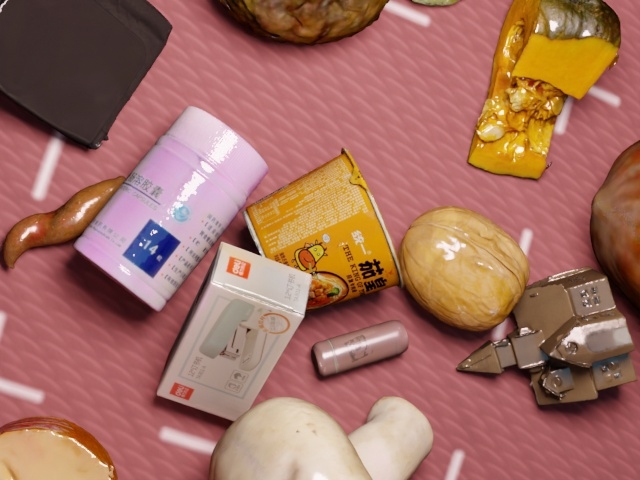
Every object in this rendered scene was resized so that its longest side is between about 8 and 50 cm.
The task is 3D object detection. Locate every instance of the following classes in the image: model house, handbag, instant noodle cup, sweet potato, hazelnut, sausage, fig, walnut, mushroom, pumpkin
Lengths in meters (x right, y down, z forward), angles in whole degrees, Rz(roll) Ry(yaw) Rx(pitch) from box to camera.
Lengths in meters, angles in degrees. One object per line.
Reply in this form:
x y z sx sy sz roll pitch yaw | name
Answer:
0.323 0.160 1.586 0.248 0.176 0.181 -17 92 4 | model house
-0.349 -0.276 1.460 0.247 0.080 0.223 37 83 -35 | handbag
0.000 0.000 1.494 0.172 0.216 0.216 -23 92 -3 | instant noodle cup
-0.354 -0.029 1.488 0.202 0.058 0.055 -30 114 -13 | sweet potato
0.578 0.000 1.553 0.365 0.366 0.366 1 87 -12 | hazelnut
-0.365 0.343 1.350 0.233 0.287 0.233 1 82 -11 | sausage
-0.022 -0.420 1.428 0.286 0.369 0.286 0 87 -2 | fig
0.204 0.039 1.554 0.197 0.165 0.165 28 82 -7 | walnut
-0.025 0.343 1.437 0.315 0.356 0.315 2 121 4 | mushroom
0.333 -0.238 1.577 0.139 0.190 0.281 15 85 -12 | pumpkin

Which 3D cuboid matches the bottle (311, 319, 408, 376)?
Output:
0.058 0.158 1.568 0.140 0.053 0.053 -15 91 -12 | bottle

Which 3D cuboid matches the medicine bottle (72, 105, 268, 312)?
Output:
-0.203 -0.044 1.471 0.152 0.152 0.254 38 81 -8 | medicine bottle

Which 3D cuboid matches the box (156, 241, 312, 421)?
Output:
-0.118 0.132 1.436 0.135 0.269 0.079 21 43 -10 | box

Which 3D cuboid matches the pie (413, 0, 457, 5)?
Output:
0.165 -0.446 1.627 0.186 0.041 0.187 1 87 -13 | pie
